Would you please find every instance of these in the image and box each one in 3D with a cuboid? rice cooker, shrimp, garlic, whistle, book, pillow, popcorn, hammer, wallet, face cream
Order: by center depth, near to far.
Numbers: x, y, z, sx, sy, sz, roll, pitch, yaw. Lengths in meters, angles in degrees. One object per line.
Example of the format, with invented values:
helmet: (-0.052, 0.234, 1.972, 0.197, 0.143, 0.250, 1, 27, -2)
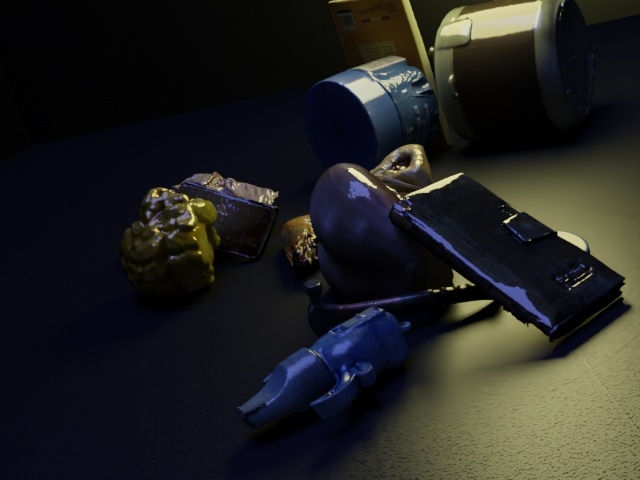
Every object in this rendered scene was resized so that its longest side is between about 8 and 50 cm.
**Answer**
whistle: (0.012, 0.172, 1.302, 0.269, 0.093, 0.180, -30, 15, -19)
wallet: (0.259, 0.012, 1.397, 0.169, 0.044, 0.317, -26, 48, -32)
hammer: (0.122, 0.090, 1.437, 0.287, 0.111, 0.033, -9, 21, -6)
garlic: (0.098, -0.045, 1.626, 0.245, 0.231, 0.340, -12, 24, 21)
shrimp: (0.000, 0.000, 1.856, 0.152, 0.063, 0.287, -5, 17, -2)
popcorn: (-0.291, 0.002, 1.862, 0.200, 0.203, 0.226, -8, 10, 4)
wallet: (-0.202, -0.040, 1.980, 0.232, 0.122, 0.031, 17, -12, 23)
pillow: (-0.216, -0.095, 2.077, 0.248, 0.049, 0.135, 14, 34, 28)
rice cooker: (0.425, -0.388, 2.219, 0.325, 0.335, 0.335, -5, 21, 32)
face cream: (0.121, -0.283, 2.265, 0.225, 0.249, 0.249, -29, 22, -33)
book: (0.163, -0.398, 2.347, 0.032, 0.389, 0.269, -34, 26, -31)

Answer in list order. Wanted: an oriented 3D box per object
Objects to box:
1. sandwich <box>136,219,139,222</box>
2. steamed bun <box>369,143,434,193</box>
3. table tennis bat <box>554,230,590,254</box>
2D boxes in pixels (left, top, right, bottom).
sandwich: (-0.257, -0.042, 2.141, 0.251, 0.087, 0.226, -24, 19, -23)
steamed bun: (0.142, -0.089, 1.865, 0.155, 0.141, 0.172, -18, 21, 8)
table tennis bat: (0.328, 0.013, 1.572, 0.152, 0.040, 0.244, -20, 23, -10)
